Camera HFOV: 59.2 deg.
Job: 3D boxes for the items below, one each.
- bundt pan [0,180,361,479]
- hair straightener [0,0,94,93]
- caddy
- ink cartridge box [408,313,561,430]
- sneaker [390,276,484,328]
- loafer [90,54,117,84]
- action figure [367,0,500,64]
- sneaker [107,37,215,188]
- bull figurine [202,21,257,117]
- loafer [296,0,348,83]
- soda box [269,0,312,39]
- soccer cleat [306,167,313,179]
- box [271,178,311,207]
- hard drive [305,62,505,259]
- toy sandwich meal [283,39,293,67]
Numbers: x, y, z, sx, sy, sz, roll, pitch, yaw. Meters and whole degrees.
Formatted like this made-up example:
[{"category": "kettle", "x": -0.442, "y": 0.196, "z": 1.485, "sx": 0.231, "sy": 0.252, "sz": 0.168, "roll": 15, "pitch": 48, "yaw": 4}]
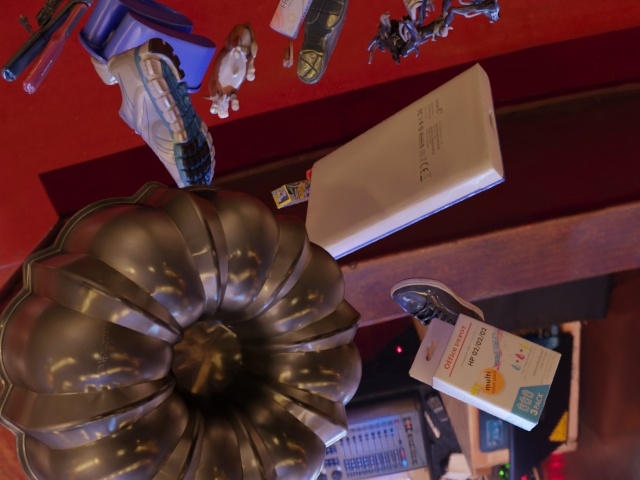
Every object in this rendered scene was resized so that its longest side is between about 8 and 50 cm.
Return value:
[{"category": "bundt pan", "x": -0.097, "y": 0.102, "z": 0.491, "sx": 0.331, "sy": 0.124, "sz": 0.330, "roll": 3, "pitch": 85, "yaw": -32}, {"category": "hair straightener", "x": -0.454, "y": -0.357, "z": 0.922, "sx": 0.089, "sy": 0.047, "sz": 0.230, "roll": 28, "pitch": 84, "yaw": -1}, {"category": "caddy", "x": -0.438, "y": -0.490, "z": 1.440, "sx": 0.241, "sy": 0.341, "sz": 0.179, "roll": 46, "pitch": 116, "yaw": 23}, {"category": "ink cartridge box", "x": 0.226, "y": 0.176, "z": 0.794, "sx": 0.181, "sy": 0.104, "sz": 0.061, "roll": 21, "pitch": 158, "yaw": 19}, {"category": "sneaker", "x": 0.233, "y": 0.170, "z": 1.052, "sx": 0.226, "sy": 0.163, "sz": 0.086, "roll": 26, "pitch": 130, "yaw": -21}, {"category": "loafer", "x": -0.564, "y": -0.531, "z": 1.595, "sx": 0.102, "sy": 0.268, "sz": 0.092, "roll": 20, "pitch": 134, "yaw": 1}, {"category": "action figure", "x": 0.209, "y": -0.459, "z": 1.137, "sx": 0.276, "sy": 0.164, "sz": 0.141, "roll": -16, "pitch": 134, "yaw": 18}, {"category": "sneaker", "x": -0.186, "y": -0.134, "z": 0.656, "sx": 0.083, "sy": 0.071, "sz": 0.190, "roll": -3, "pitch": 121, "yaw": 21}, {"category": "bull figurine", "x": -0.262, "y": -0.470, "z": 1.625, "sx": 0.101, "sy": 0.188, "sz": 0.310, "roll": 9, "pitch": 131, "yaw": -23}, {"category": "loafer", "x": 0.006, "y": -0.538, "z": 1.456, "sx": 0.096, "sy": 0.084, "sz": 0.267, "roll": 23, "pitch": 106, "yaw": 9}, {"category": "soda box", "x": -0.050, "y": -0.564, "z": 1.300, "sx": 0.063, "sy": 0.058, "sz": 0.183, "roll": 26, "pitch": 104, "yaw": -2}, {"category": "soccer cleat", "x": 0.081, "y": -0.208, "z": 1.687, "sx": 0.116, "sy": 0.318, "sz": 0.108, "roll": -11, "pitch": 97, "yaw": -32}, {"category": "box", "x": -0.069, "y": -0.142, "z": 1.673, "sx": 0.059, "sy": 0.169, "sz": 0.054, "roll": -25, "pitch": 88, "yaw": 34}, {"category": "hard drive", "x": 0.108, "y": -0.104, "z": 0.835, "sx": 0.319, "sy": 0.210, "sz": 0.040, "roll": -27, "pitch": 132, "yaw": 35}, {"category": "toy sandwich meal", "x": -0.099, "y": -0.563, "z": 1.699, "sx": 0.029, "sy": 0.085, "sz": 0.085, "roll": -1, "pitch": 116, "yaw": -4}]
